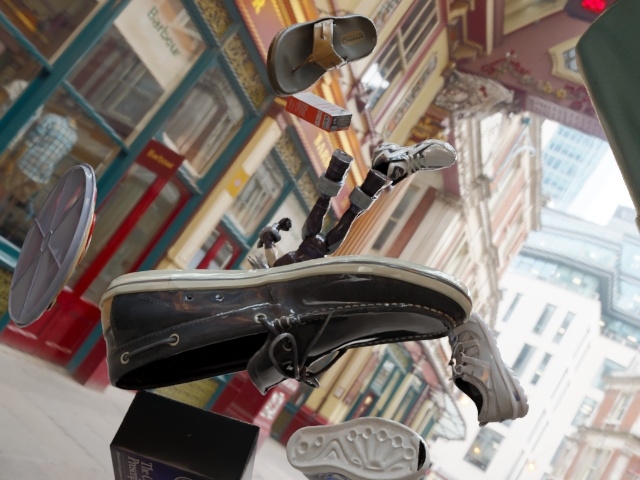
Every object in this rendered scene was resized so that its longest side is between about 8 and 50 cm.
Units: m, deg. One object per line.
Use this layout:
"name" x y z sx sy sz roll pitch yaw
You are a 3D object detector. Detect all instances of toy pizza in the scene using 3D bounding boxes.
"toy pizza" -0.305 0.006 0.752 0.032 0.201 0.201 26 -6 -35

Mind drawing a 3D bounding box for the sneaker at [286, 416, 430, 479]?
"sneaker" 0.112 0.463 1.330 0.323 0.130 0.236 -10 -38 32

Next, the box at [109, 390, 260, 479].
"box" -0.199 0.353 0.958 0.184 0.103 0.261 14 -46 3

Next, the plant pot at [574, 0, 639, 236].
"plant pot" 0.515 -0.165 0.826 0.341 0.341 0.334 95 -27 -75

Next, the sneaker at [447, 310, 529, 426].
"sneaker" 0.303 0.243 1.309 0.105 0.115 0.281 88 -20 -50

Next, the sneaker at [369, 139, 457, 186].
"sneaker" 0.238 -0.200 1.738 0.235 0.153 0.094 9 -49 22

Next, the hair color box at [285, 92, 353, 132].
"hair color box" -0.005 -0.356 1.789 0.167 0.053 0.093 32 31 31

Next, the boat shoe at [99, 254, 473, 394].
"boat shoe" -0.050 0.123 0.857 0.500 0.156 0.187 -3 -30 4

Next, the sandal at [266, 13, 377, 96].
"sandal" 0.013 -0.266 0.900 0.060 0.219 0.090 6 -63 49

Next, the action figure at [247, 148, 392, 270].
"action figure" 0.000 0.000 1.046 0.185 0.285 0.099 32 13 -1
